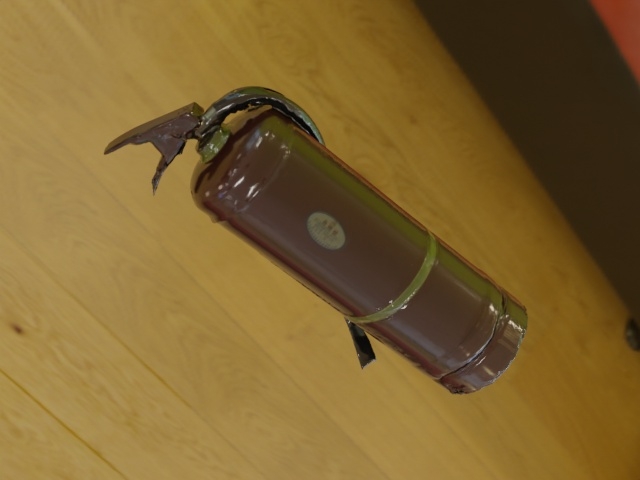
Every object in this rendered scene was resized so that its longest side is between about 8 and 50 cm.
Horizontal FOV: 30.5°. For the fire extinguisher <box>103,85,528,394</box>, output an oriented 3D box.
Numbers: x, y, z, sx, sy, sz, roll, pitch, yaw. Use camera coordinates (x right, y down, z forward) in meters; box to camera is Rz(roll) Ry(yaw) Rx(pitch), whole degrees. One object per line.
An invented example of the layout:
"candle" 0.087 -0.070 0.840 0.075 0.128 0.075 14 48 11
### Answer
"fire extinguisher" 0.000 0.000 0.896 0.341 0.105 0.141 37 111 -23
